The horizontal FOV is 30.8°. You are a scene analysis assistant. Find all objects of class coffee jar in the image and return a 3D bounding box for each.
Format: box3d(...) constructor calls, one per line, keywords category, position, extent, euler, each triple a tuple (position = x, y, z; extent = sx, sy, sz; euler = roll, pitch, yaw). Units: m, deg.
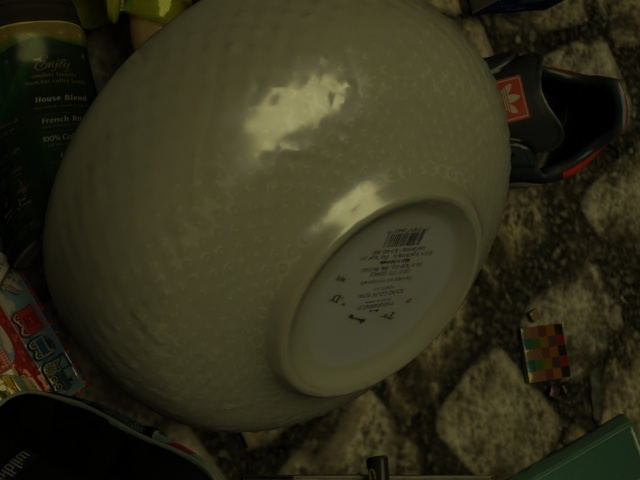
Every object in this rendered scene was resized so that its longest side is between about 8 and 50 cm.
box3d(category="coffee jar", position=(-0.191, -0.077, 0.796), extent=(0.079, 0.096, 0.184), euler=(-9, 75, -33))

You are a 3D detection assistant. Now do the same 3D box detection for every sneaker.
box3d(category="sneaker", position=(0.103, -0.098, 0.951), extent=(0.350, 0.148, 0.131), euler=(-10, 85, -31))

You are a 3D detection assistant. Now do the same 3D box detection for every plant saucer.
box3d(category="plant saucer", position=(0.223, 0.220, 1.032), extent=(0.192, 0.018, 0.067), euler=(-21, 91, -32))

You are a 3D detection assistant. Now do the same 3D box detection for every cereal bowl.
box3d(category="cereal bowl", position=(0.000, 0.000, 0.766), extent=(0.339, 0.141, 0.339), euler=(-24, 138, -24))

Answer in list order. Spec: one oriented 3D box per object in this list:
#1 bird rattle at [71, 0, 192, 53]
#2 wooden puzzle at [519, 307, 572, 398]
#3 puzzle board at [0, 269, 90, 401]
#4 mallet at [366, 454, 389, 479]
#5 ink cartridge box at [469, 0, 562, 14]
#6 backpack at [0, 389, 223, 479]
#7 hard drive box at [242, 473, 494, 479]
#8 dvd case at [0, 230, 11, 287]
box3d(category="bird rattle", position=(-0.072, -0.138, 0.832), extent=(0.206, 0.143, 0.254), euler=(-23, 84, -5))
box3d(category="wooden puzzle", position=(0.202, 0.102, 1.050), extent=(0.049, 0.006, 0.083), euler=(-4, 82, -30))
box3d(category="puzzle board", position=(-0.230, 0.073, 0.804), extent=(0.096, 0.011, 0.128), euler=(-33, 97, -31))
box3d(category="mallet", position=(0.046, 0.250, 0.814), extent=(0.039, 0.062, 0.190), euler=(4, 64, -30))
box3d(category="ink cartridge box", position=(0.168, -0.320, 1.093), extent=(0.097, 0.046, 0.207), euler=(-11, 85, -32))
box3d(category="backpack", position=(-0.143, 0.223, 0.686), extent=(0.225, 0.253, 0.191), euler=(-50, 125, -29))
box3d(category="hard drive box", position=(0.038, 0.293, 0.869), extent=(0.181, 0.089, 0.232), euler=(7, 77, -29))
box3d(category="dvd case", position=(-0.255, -0.028, 0.799), extent=(0.119, 0.013, 0.087), euler=(34, 54, -19))
